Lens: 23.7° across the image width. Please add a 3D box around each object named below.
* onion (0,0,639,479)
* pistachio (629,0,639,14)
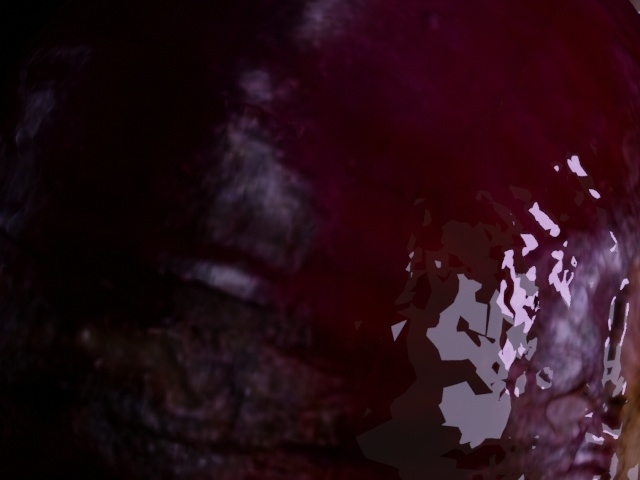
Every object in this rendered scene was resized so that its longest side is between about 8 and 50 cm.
[{"bbox_3d":[-0.003,-0.001,0.416,0.207,0.216,0.206,-4,106,-54],"label":"onion"},{"bbox_3d":[0.156,-0.145,0.743,0.226,0.136,0.136,-47,145,-28],"label":"pistachio"}]
